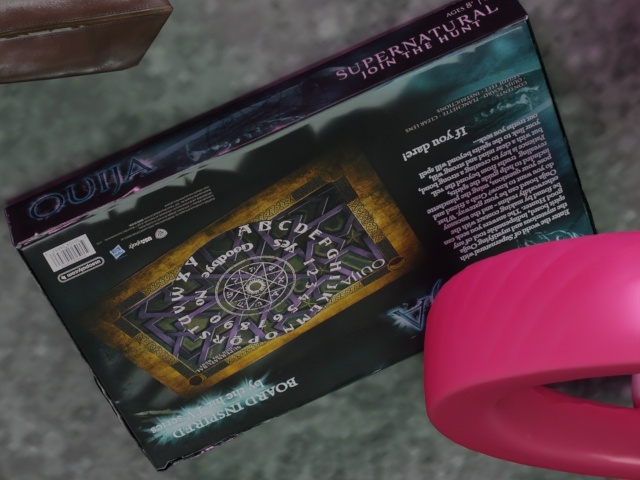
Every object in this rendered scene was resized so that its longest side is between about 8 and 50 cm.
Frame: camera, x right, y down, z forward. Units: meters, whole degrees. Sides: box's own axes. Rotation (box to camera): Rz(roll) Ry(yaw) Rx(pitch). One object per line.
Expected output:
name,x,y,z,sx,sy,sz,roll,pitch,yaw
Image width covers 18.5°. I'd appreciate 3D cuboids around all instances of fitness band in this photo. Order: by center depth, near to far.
fitness band,0.181,0.041,0.670,0.291,0.054,0.209,-2,162,12

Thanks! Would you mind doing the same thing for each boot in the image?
boot,-0.103,-0.084,0.579,0.114,0.037,0.106,-10,143,-7

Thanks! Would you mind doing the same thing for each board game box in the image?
board game box,0.000,0.000,0.689,0.186,0.026,0.126,-24,131,0
